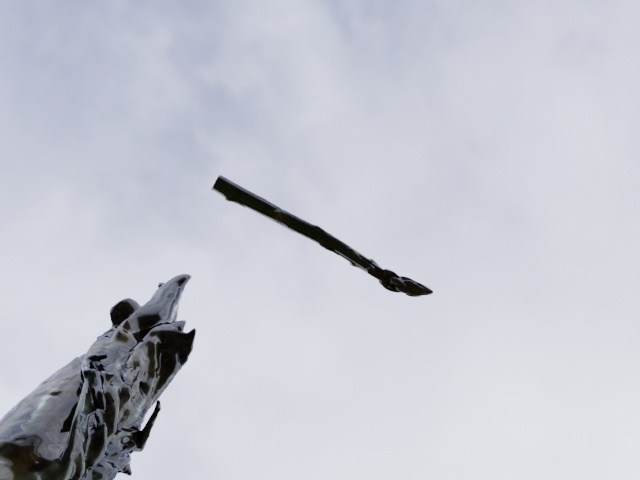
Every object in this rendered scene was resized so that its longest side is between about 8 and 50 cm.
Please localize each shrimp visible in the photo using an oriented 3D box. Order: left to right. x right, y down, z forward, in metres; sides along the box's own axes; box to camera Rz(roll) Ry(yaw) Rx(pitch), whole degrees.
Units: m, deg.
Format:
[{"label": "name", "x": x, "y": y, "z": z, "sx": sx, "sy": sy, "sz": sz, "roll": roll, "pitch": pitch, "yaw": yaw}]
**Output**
[{"label": "shrimp", "x": -0.047, "y": 0.080, "z": 0.486, "sx": 0.198, "sy": 0.262, "sz": 0.051, "roll": -5, "pitch": -64, "yaw": 23}]

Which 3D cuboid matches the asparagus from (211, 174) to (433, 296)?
[{"label": "asparagus", "x": 0.000, "y": 0.000, "z": 0.887, "sx": 0.163, "sy": 0.016, "sz": 0.016, "roll": 29, "pitch": -94, "yaw": 10}]
